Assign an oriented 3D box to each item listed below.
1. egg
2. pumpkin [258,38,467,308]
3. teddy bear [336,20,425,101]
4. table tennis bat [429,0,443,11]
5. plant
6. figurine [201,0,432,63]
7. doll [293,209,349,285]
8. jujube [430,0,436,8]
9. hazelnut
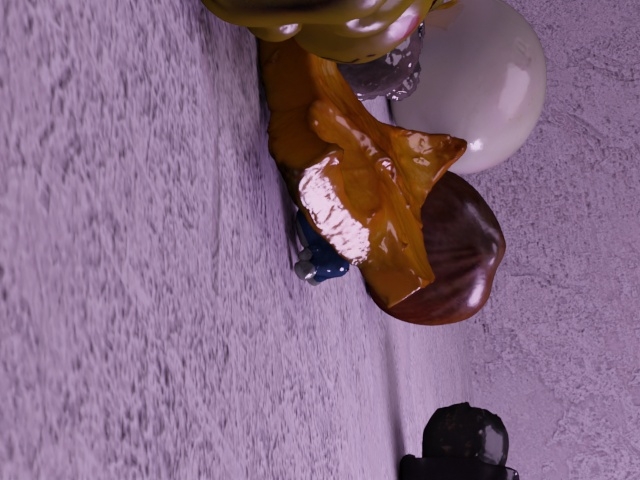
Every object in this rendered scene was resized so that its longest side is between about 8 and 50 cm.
[{"bbox_3d":[0.257,-0.268,2.179,0.283,0.283,0.345,71,28,-49],"label":"egg"},{"bbox_3d":[0.044,-0.067,1.134,0.290,0.095,0.258,40,32,-40],"label":"pumpkin"},{"bbox_3d":[0.035,-0.284,1.305,0.236,0.151,0.267,11,62,-41],"label":"teddy bear"},{"bbox_3d":[0.094,-0.382,1.726,0.224,0.054,0.369,43,-20,19],"label":"table tennis bat"},{"bbox_3d":[0.189,0.350,1.671,0.142,0.164,0.256,57,42,-60],"label":"plant"},{"bbox_3d":[0.001,-0.234,0.979,0.327,0.218,0.169,5,89,-74],"label":"figurine"},{"bbox_3d":[0.000,0.000,1.168,0.076,0.050,0.083,58,24,-77],"label":"doll"},{"bbox_3d":[0.064,-0.325,1.485,0.190,0.190,0.255,67,36,-57],"label":"jujube"},{"bbox_3d":[0.148,0.004,1.588,0.186,0.210,0.210,-36,118,-74],"label":"hazelnut"}]
